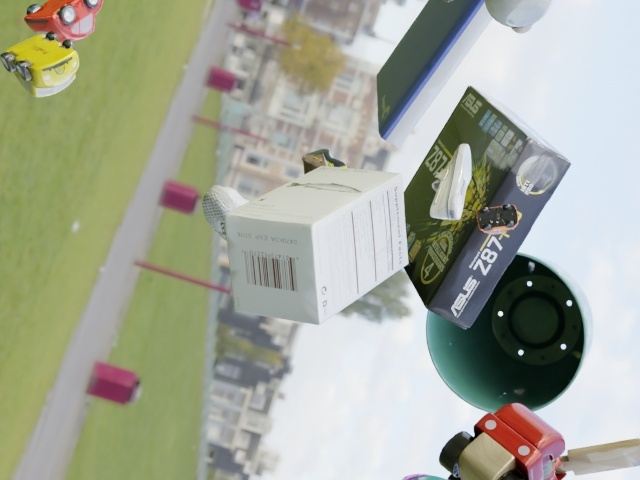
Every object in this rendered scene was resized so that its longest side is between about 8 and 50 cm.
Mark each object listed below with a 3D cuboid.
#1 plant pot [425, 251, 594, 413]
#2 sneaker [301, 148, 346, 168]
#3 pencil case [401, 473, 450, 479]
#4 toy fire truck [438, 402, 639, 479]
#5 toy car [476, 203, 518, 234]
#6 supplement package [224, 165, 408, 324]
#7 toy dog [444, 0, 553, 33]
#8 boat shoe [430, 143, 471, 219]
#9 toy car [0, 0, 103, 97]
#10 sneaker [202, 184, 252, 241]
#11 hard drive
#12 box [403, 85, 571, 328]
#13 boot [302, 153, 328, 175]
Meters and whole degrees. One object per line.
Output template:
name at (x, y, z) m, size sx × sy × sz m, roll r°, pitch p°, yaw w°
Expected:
plant pot at (0.370, 0.157, 2.234) m, size 0.235 × 0.293 × 0.293 m, roll -7°, pitch 118°, yaw -65°
sneaker at (0.009, -0.116, 2.086) m, size 0.144 × 0.053 × 0.059 m, roll -129°, pitch -163°, yaw -60°
pencil case at (0.099, 0.322, 1.261) m, size 0.070 × 0.064 × 0.151 m, roll 14°, pitch -91°, yaw 44°
toy fire truck at (0.307, 0.303, 1.641) m, size 0.246 × 0.158 × 0.217 m, roll -38°, pitch 142°, yaw -20°
toy car at (0.235, -0.055, 1.725) m, size 0.040 × 0.060 × 0.122 m, roll 75°, pitch -10°, yaw -59°
supplement package at (0.000, 0.000, 1.219) m, size 0.179 × 0.105 × 0.105 m, roll -31°, pitch 121°, yaw -53°
toy dog at (0.202, -0.344, 1.368) m, size 0.161 × 0.220 × 0.333 m, roll 67°, pitch 38°, yaw -51°
boat shoe at (0.131, -0.060, 1.238) m, size 0.035 × 0.035 × 0.100 m, roll 65°, pitch 32°, yaw -46°
toy car at (-0.349, -0.199, 1.314) m, size 0.239 × 0.225 × 0.053 m, roll -92°, pitch 168°, yaw -58°
sneaker at (-0.070, -0.045, 2.369) m, size 0.137 × 0.366 × 0.210 m, roll 24°, pitch -106°, yaw 46°
hard drive at (0.182, -0.309, 1.731) m, size 0.318 × 0.040 × 0.210 m, roll -54°, pitch -162°, yaw 29°
box at (0.251, -0.069, 2.049) m, size 0.318 × 0.097 × 0.395 m, roll -58°, pitch -164°, yaw 14°
boot at (0.010, -0.071, 1.857) m, size 0.037 × 0.106 × 0.114 m, roll -26°, pitch 132°, yaw -42°
